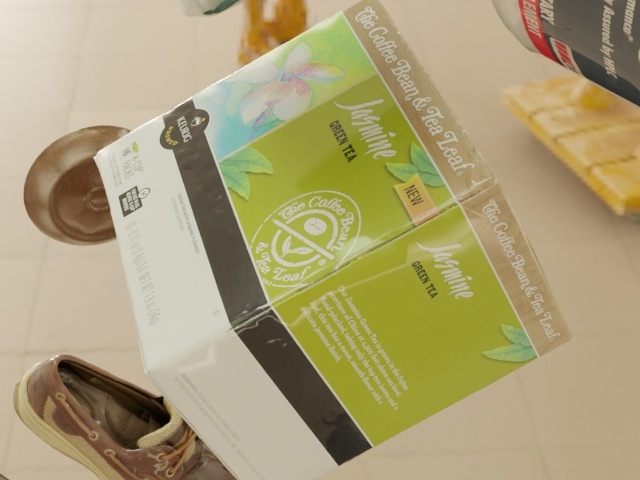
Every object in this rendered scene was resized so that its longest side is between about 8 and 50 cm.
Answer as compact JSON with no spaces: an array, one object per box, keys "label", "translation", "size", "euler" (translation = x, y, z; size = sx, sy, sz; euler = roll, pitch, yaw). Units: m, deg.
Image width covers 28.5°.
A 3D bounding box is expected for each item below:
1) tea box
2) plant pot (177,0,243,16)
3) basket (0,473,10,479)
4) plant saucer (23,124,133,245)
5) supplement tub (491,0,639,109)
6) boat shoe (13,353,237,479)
[{"label":"tea box","translation":[0.000,0.000,1.160],"size":[0.323,0.220,0.329],"euler":[-29,41,3]},{"label":"plant pot","translation":[-0.051,-0.268,0.960],"size":[0.165,0.166,0.234],"euler":[-27,19,-4]},{"label":"basket","translation":[-0.398,0.237,1.155],"size":[0.227,0.154,0.204],"euler":[28,35,-5]},{"label":"plant saucer","translation":[-0.308,-0.066,1.742],"size":[0.198,0.198,0.036],"euler":[-14,40,-19]},{"label":"supplement tub","translation":[0.219,-0.111,0.499],"size":[0.191,0.191,0.272],"euler":[-28,49,-34]},{"label":"boat shoe","translation":[-0.207,0.247,1.539],"size":[0.342,0.123,0.123],"euler":[39,47,-15]}]
